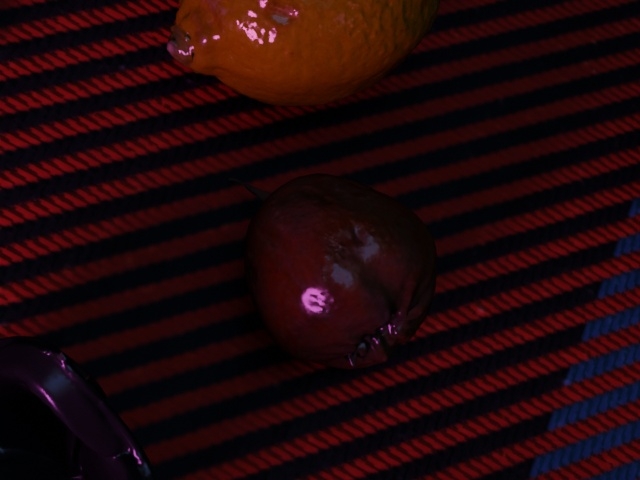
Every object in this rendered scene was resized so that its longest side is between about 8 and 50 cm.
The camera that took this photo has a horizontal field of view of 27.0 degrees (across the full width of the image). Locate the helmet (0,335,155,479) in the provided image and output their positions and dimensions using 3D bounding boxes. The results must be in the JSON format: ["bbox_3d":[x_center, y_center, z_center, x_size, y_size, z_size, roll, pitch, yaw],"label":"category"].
[{"bbox_3d":[-0.204,0.172,0.850,0.216,0.193,0.189,37,64,19],"label":"helmet"}]

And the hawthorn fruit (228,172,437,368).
[{"bbox_3d":[0.006,0.006,0.991,0.149,0.149,0.189,-28,84,-22],"label":"hawthorn fruit"}]

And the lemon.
[{"bbox_3d":[-0.008,-0.199,1.037,0.256,0.188,0.188,-29,80,-28],"label":"lemon"}]
